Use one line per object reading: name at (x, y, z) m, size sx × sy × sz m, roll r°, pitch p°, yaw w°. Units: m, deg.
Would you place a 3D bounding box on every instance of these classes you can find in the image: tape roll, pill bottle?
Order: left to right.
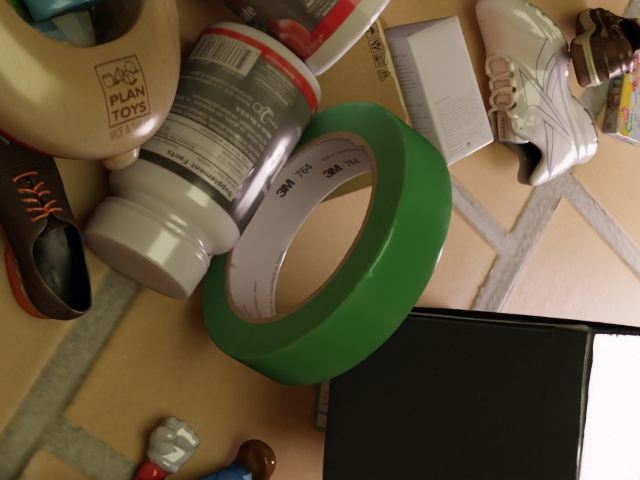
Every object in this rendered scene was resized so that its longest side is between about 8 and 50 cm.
pill bottle at (-0.132, -0.086, 1.322) m, size 0.161 × 0.161 × 0.283 m, roll 41°, pitch 69°, yaw -30°
pill bottle at (-0.071, -0.346, 1.320) m, size 0.318 × 0.176 × 0.176 m, roll 39°, pitch 68°, yaw -12°
tape roll at (0.000, 0.000, 1.324) m, size 0.077 × 0.321 × 0.321 m, roll 33°, pitch 73°, yaw -32°

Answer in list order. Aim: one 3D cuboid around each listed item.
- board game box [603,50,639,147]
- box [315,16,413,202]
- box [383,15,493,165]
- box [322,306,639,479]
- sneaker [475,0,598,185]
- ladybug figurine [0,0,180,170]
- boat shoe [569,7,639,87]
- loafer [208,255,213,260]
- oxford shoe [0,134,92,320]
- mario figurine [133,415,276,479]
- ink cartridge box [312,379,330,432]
board game box at (0.496, -0.229, 1.867) m, size 0.103 × 0.026 × 0.154 m, roll 13°, pitch 84°, yaw -37°
box at (0.023, -0.158, 1.472) m, size 0.164 × 0.021 × 0.201 m, roll -19°, pitch 106°, yaw -1°
box at (0.127, -0.188, 1.529) m, size 0.091 × 0.130 × 0.171 m, roll -28°, pitch 108°, yaw -32°
box at (0.223, 0.194, 1.430) m, size 0.395 × 0.293 × 0.212 m, roll 10°, pitch 85°, yaw -62°
sneaker at (0.288, -0.208, 1.667) m, size 0.129 × 0.111 × 0.297 m, roll -39°, pitch 112°, yaw -23°
ladybug figurine at (-0.301, -0.269, 1.157) m, size 0.305 × 0.161 × 0.449 m, roll -27°, pitch 97°, yaw -48°
boat shoe at (0.418, -0.279, 1.696) m, size 0.257 × 0.095 × 0.095 m, roll -60°, pitch 132°, yaw -60°
loafer at (-0.128, -0.026, 1.402) m, size 0.039 × 0.045 × 0.125 m, roll 32°, pitch 76°, yaw -26°
oxford shoe at (-0.297, -0.045, 1.238) m, size 0.097 × 0.098 × 0.271 m, roll -29°, pitch 108°, yaw -31°
mario figurine at (-0.158, 0.309, 1.305) m, size 0.320 × 0.198 × 0.170 m, roll -12°, pitch 111°, yaw -40°
ink cartridge box at (0.054, 0.199, 1.532) m, size 0.109 × 0.062 × 0.209 m, roll 7°, pitch 88°, yaw -38°
